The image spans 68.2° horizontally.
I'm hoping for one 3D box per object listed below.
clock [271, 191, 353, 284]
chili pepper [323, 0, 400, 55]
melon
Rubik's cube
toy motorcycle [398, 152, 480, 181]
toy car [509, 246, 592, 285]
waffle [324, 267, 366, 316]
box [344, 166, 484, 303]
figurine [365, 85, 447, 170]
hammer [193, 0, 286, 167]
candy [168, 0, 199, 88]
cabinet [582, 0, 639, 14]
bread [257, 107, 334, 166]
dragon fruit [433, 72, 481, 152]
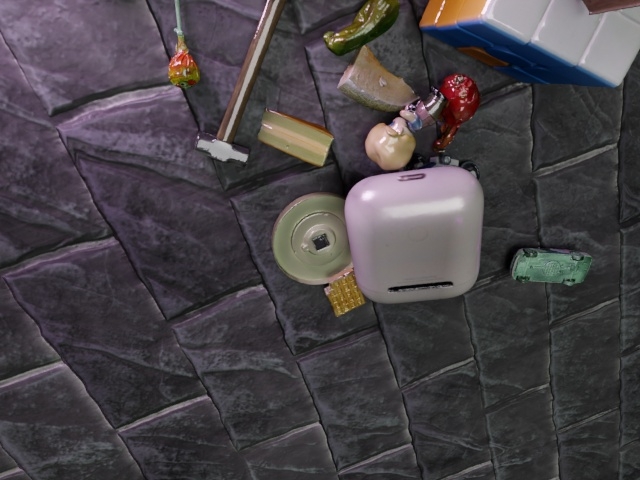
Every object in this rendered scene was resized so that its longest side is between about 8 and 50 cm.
[{"bbox_3d":[0.000,0.000,1.119,0.234,0.029,0.235,-6,116,-12],"label":"clock"},{"bbox_3d":[0.102,-0.432,0.918,0.204,0.072,0.073,-38,116,5],"label":"chili pepper"},{"bbox_3d":[0.130,-0.318,1.002,0.182,0.054,0.098,31,88,-25],"label":"melon"},{"bbox_3d":[0.398,-0.466,0.844,0.290,0.292,0.292,18,107,-15],"label":"Rubik's cube"},{"bbox_3d":[0.277,-0.121,1.103,0.220,0.102,0.150,5,92,-20],"label":"toy motorcycle"},{"bbox_3d":[0.617,0.064,1.286,0.223,0.076,0.090,4,115,-8],"label":"toy car"},{"bbox_3d":[0.059,0.132,1.185,0.092,0.021,0.135,-25,132,-1],"label":"waffle"},{"bbox_3d":[0.209,0.000,1.048,0.288,0.141,0.349,-7,133,6],"label":"box"},{"bbox_3d":[0.179,-0.238,0.993,0.108,0.114,0.196,33,114,-16],"label":"figurine"},{"bbox_3d":[-0.137,-0.325,0.926,0.111,0.043,0.366,18,107,-21],"label":"hammer"},{"bbox_3d":[-0.257,-0.383,0.866,0.060,0.060,0.201,-5,109,-12],"label":"candy"},{"bbox_3d":[0.410,-0.448,0.617,0.174,0.148,0.215,-42,107,8],"label":"cabinet"},{"bbox_3d":[-0.054,-0.213,0.975,0.139,0.084,0.074,15,111,-20],"label":"bread"},{"bbox_3d":[0.294,-0.280,1.045,0.094,0.094,0.191,-7,138,-11],"label":"dragon fruit"}]
